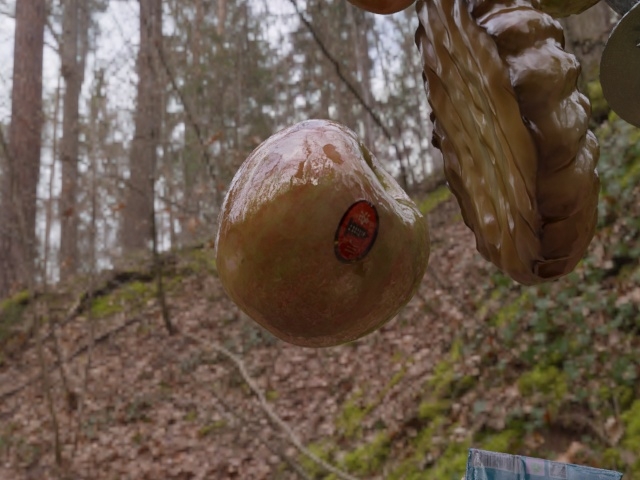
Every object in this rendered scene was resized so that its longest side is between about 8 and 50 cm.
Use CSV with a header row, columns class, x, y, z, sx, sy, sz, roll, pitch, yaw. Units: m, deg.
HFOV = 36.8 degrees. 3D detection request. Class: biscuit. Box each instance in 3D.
class,x,y,z,sx,sy,sz,roll,pitch,yaw
biscuit,0.186,-0.114,0.951,0.107,0.326,0.326,-19,-19,-4

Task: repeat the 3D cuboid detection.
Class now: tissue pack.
class,x,y,z,sx,sy,sz,roll,pitch,yaw
tissue pack,0.227,0.295,0.999,0.169,0.120,0.082,8,-40,4

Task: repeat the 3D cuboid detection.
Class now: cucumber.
class,x,y,z,sx,sy,sz,roll,pitch,yaw
cucumber,0.481,-0.390,1.523,0.064,0.112,0.064,-33,-14,-9

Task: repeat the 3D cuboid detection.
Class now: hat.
class,x,y,z,sx,sy,sz,roll,pitch,yaw
hat,0.518,-0.216,1.286,0.257,0.130,0.257,-1,-50,-2

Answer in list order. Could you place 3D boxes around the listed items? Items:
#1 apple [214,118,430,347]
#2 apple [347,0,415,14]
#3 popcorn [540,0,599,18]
class,x,y,z,sx,sy,sz,roll,pitch,yaw
apple,0.000,0.000,1.702,0.346,0.391,0.391,-42,-33,16
apple,0.095,-0.463,1.540,0.199,0.199,0.199,-4,-20,-1
popcorn,0.273,-0.367,1.118,0.204,0.221,0.183,15,-2,-6
